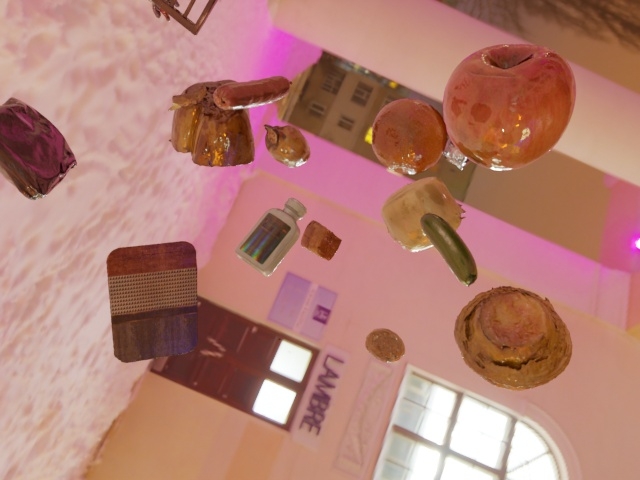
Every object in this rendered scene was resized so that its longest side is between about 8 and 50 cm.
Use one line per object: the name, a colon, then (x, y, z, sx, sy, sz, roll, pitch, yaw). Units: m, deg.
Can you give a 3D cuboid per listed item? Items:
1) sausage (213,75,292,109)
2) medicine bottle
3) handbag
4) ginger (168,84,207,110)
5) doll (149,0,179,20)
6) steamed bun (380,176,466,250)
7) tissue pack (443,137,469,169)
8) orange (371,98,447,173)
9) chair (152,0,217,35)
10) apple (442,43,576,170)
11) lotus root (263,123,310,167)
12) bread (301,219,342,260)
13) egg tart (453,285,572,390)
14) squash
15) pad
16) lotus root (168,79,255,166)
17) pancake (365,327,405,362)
sausage: (-0.193, -0.442, 1.928, 0.433, 0.088, 0.087, -36, 155, -60)
medicine bottle: (-0.131, -0.018, 1.852, 0.228, 0.121, 0.083, -52, 159, -12)
handbag: (-0.590, -0.190, 1.288, 0.075, 0.191, 0.332, -40, -160, 5)
ginger: (-0.418, -0.441, 2.006, 0.057, 0.137, 0.044, -96, 167, -69)
doll: (-0.566, -0.852, 2.207, 0.075, 0.102, 0.227, 66, 4, 33)
steamed bun: (0.338, -0.083, 2.207, 0.273, 0.231, 0.166, -27, 173, 40)
tissue pack: (0.592, -0.432, 2.382, 0.332, 0.123, 0.245, -49, 168, -1)
orange: (0.225, -0.263, 1.628, 0.206, 0.206, 0.206, -156, -90, -87)
chair: (-0.364, -0.804, 1.839, 0.416, 0.203, 0.240, -51, -175, 24)
apple: (0.534, -0.375, 1.843, 0.364, 0.364, 0.363, -156, -90, -87)
lotus root: (-0.106, -0.293, 1.966, 0.221, 0.125, 0.118, 31, 48, -65)
bread: (-0.002, 0.000, 1.569, 0.070, 0.077, 0.083, -57, -143, -3)
egg tart: (0.469, 0.221, 1.576, 0.123, 0.294, 0.294, 73, 33, -51)
squash: (0.388, 0.019, 1.919, 0.082, 0.082, 0.292, -64, -142, 33)
pad: (-0.238, 0.123, 1.249, 0.055, 0.324, 0.249, -98, -171, -68)
lotus root: (-0.367, -0.390, 2.156, 0.316, 0.316, 0.249, -68, 169, -46)
pancake: (0.210, 0.342, 2.095, 0.139, 0.140, 0.022, -64, 175, 37)
